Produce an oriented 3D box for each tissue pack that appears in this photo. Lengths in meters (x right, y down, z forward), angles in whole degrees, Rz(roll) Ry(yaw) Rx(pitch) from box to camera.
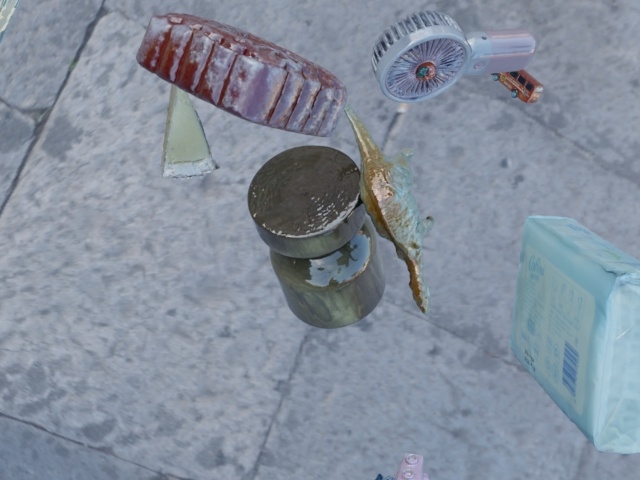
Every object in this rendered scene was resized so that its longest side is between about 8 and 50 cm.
[{"bbox_3d":[0.281,0.087,1.045,0.089,0.263,0.177,2,104,-6],"label":"tissue pack"}]

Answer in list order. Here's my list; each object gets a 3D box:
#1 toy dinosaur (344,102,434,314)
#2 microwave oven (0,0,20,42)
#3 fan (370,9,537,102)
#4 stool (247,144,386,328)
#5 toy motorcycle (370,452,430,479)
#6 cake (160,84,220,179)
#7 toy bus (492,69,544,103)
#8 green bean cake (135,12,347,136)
[{"bbox_3d":[0.093,-0.091,1.462,0.092,0.205,0.393,-20,101,18],"label":"toy dinosaur"},{"bbox_3d":[-0.303,-0.196,0.626,0.205,0.129,0.163,24,95,-58],"label":"microwave oven"},{"bbox_3d":[0.185,-0.251,1.346,0.244,0.130,0.074,-9,58,-21],"label":"fan"},{"bbox_3d":[0.000,0.000,1.582,0.179,0.179,0.264,-45,147,-20],"label":"stool"},{"bbox_3d":[0.108,0.373,1.362,0.108,0.239,0.204,-6,126,5],"label":"toy motorcycle"},{"bbox_3d":[-0.157,-0.130,1.099,0.065,0.052,0.121,-15,112,-7],"label":"cake"},{"bbox_3d":[0.321,-0.267,1.642,0.031,0.110,0.043,-6,133,-39],"label":"toy bus"},{"bbox_3d":[-0.058,-0.133,0.787,0.135,0.135,0.056,5,112,-59],"label":"green bean cake"}]
